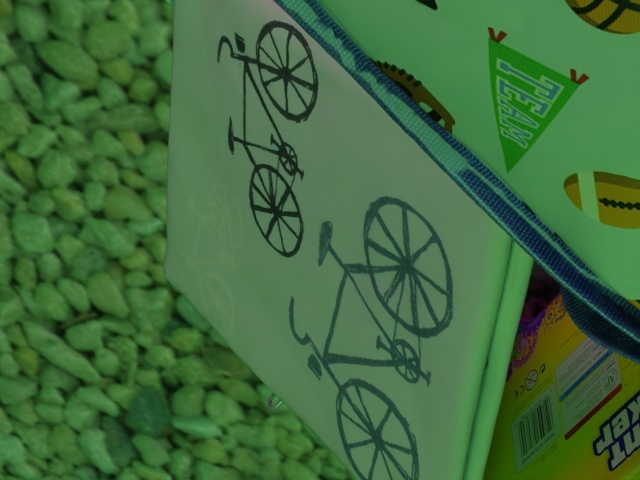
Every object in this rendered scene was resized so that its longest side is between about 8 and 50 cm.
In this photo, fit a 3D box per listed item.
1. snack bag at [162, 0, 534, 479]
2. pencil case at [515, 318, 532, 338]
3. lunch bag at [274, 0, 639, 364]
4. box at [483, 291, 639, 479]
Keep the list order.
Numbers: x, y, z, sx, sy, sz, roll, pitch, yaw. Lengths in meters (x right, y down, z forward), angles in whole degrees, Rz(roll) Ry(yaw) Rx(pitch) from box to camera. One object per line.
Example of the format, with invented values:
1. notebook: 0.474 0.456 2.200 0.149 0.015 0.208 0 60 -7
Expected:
1. snack bag: 0.000 0.000 1.137 0.342 0.037 0.323 42 142 35
2. pencil case: 0.132 0.130 1.296 0.070 0.064 0.152 -7 137 -26
3. lunch bag: 0.212 -0.124 0.855 0.385 0.328 0.239 42 148 -9
4. box: 0.285 0.127 1.130 0.279 0.177 0.290 20 132 -22
